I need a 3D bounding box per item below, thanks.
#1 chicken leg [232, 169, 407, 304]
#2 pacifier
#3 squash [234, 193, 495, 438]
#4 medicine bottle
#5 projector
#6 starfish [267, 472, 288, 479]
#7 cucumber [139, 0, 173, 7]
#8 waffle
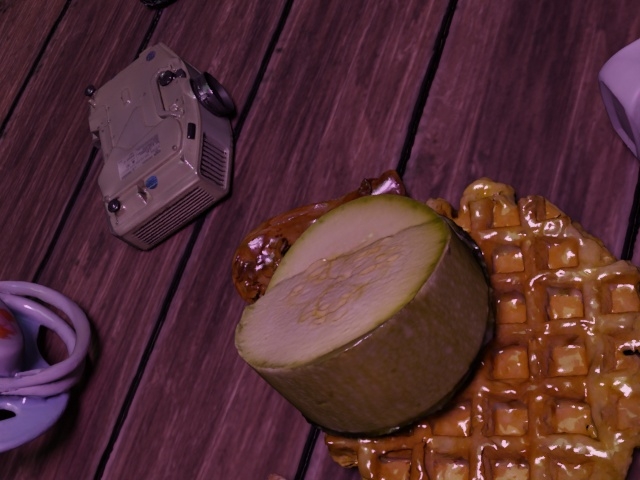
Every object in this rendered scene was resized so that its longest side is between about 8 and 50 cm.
[{"bbox_3d":[-0.001,-0.002,0.802,0.208,0.085,0.101,-32,18,4],"label":"chicken leg"},{"bbox_3d":[-0.413,0.180,0.908,0.299,0.244,0.233,44,122,44],"label":"pacifier"},{"bbox_3d":[0.025,0.045,0.655,0.220,0.133,0.220,-23,45,25],"label":"squash"},{"bbox_3d":[0.336,-0.148,0.654,0.183,0.119,0.069,-31,49,11],"label":"medicine bottle"},{"bbox_3d":[-0.208,-0.140,1.001,0.194,0.088,0.269,-33,52,15],"label":"projector"},{"bbox_3d":[-0.030,0.351,0.631,0.299,0.060,0.302,-50,39,25],"label":"starfish"},{"bbox_3d":[-0.203,-0.411,1.176,0.182,0.053,0.053,-30,52,16],"label":"cucumber"},{"bbox_3d":[0.129,0.099,0.676,0.302,0.068,0.325,-47,49,0],"label":"waffle"}]
